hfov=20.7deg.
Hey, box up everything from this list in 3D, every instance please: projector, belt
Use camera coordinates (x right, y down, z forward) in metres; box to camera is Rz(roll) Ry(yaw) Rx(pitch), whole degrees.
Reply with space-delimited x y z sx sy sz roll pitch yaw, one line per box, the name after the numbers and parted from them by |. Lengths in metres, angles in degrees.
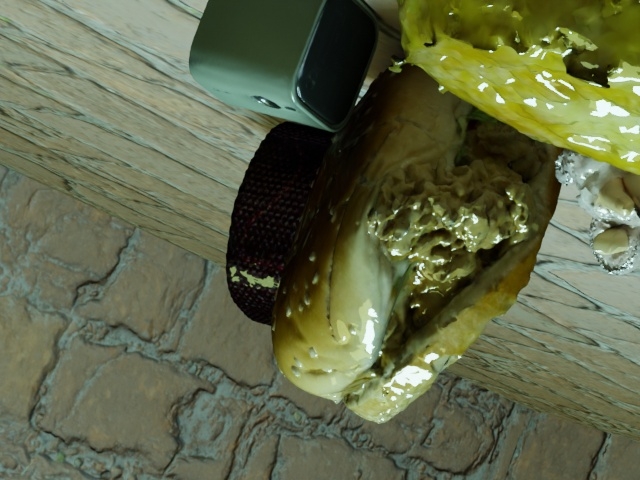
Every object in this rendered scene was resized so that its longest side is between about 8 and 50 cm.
-0.023 -0.123 1.114 0.082 0.083 0.083 17 173 29 | projector
0.000 0.000 1.587 0.164 0.184 0.289 10 170 15 | belt

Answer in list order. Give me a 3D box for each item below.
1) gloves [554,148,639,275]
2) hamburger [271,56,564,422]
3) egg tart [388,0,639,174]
0.200 -0.040 1.055 0.094 0.110 0.144 63 -176 15 | gloves
0.054 -0.001 1.167 0.146 0.243 0.286 25 -176 -10 | hamburger
0.126 -0.099 0.735 0.294 0.116 0.295 20 171 3 | egg tart
